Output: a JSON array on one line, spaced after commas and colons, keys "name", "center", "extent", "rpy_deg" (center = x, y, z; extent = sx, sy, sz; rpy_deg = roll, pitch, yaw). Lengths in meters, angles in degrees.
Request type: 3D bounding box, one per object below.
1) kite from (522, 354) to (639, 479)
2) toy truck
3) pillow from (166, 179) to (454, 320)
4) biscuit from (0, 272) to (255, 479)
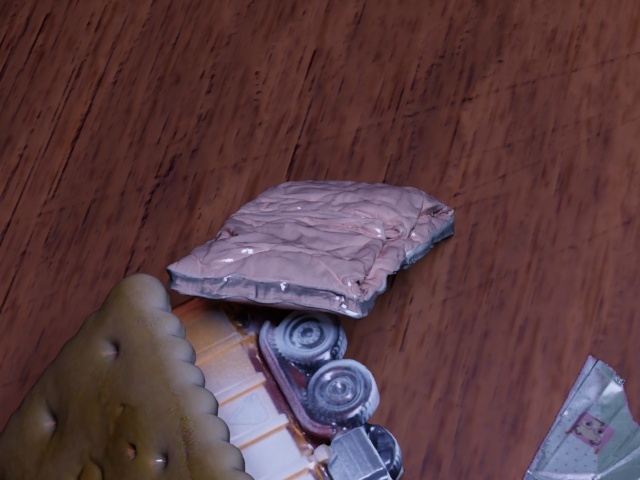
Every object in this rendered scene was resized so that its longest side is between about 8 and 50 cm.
[{"name": "kite", "center": [0.212, 0.155, 1.160], "extent": [0.250, 0.012, 0.229], "rpy_deg": [-17, 55, -4]}, {"name": "toy truck", "center": [-0.011, 0.146, 1.138], "extent": [0.135, 0.114, 0.270], "rpy_deg": [-28, 53, -6]}, {"name": "pillow", "center": [0.000, 0.000, 1.210], "extent": [0.126, 0.043, 0.232], "rpy_deg": [6, 17, 18]}, {"name": "biscuit", "center": [-0.100, 0.197, 1.085], "extent": [0.217, 0.044, 0.325], "rpy_deg": [-49, 50, 27]}]
